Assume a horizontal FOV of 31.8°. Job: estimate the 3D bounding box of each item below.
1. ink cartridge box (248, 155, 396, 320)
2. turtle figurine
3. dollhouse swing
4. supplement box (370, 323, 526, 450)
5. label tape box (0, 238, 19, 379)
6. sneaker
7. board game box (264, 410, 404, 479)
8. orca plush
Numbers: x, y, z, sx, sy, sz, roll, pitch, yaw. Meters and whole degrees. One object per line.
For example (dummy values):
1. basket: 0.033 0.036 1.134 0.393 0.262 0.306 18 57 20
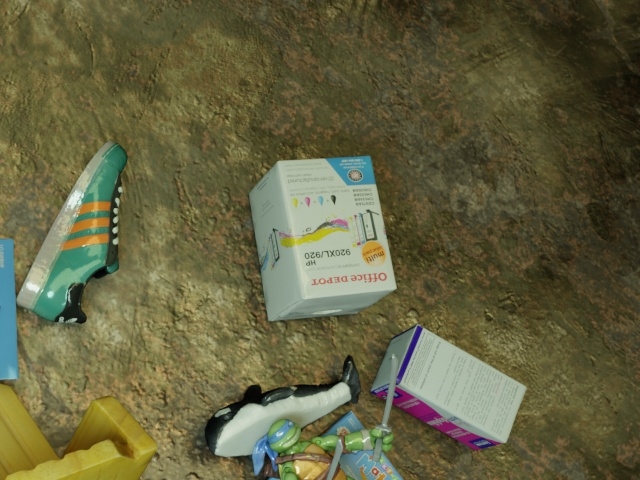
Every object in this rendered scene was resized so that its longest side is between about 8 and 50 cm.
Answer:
1. ink cartridge box: 0.000 0.000 1.853 0.171 0.168 0.232 -5 75 -23
2. turtle figurine: 0.052 0.366 1.672 0.275 0.198 0.266 -29 104 15
3. dollhouse swing: -0.460 0.259 1.451 0.347 0.315 0.305 -14 61 -38
4. supplement box: 0.214 0.249 1.884 0.220 0.111 0.114 29 65 -9
5. label tape box: -0.603 0.080 1.590 0.334 0.106 0.240 -2 63 -16
6. sneaker: -0.359 -0.009 1.763 0.121 0.108 0.302 27 73 -11
7. board game box: 0.017 0.400 1.799 0.211 0.039 0.160 -36 87 -25
8. orca plush: -0.072 0.248 1.785 0.287 0.151 0.102 -28 53 -23
